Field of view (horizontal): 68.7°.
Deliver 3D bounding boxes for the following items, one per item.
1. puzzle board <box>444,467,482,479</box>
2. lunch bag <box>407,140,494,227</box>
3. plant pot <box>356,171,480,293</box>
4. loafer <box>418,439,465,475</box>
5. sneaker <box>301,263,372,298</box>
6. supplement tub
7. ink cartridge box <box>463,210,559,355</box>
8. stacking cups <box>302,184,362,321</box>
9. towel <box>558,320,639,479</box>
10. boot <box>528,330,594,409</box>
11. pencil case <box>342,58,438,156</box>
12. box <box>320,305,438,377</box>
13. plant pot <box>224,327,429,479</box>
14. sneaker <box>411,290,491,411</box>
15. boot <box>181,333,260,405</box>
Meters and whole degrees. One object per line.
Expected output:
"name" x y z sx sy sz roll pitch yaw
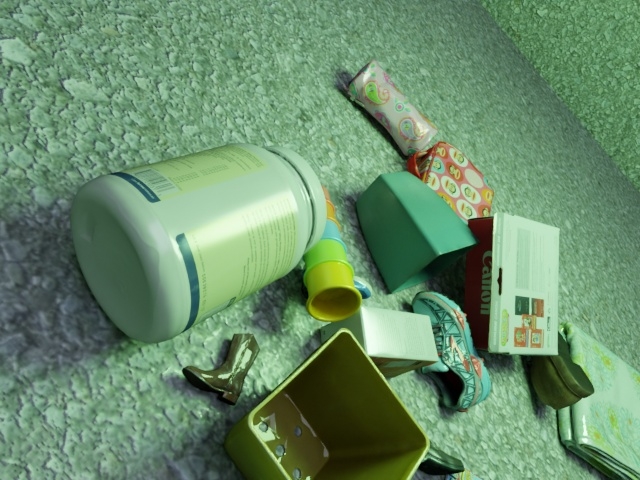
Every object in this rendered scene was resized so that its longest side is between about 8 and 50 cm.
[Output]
"puzzle board" 0.270 0.495 0.886 0.096 0.011 0.128 36 47 -14
"lunch bag" 0.330 -0.129 1.251 0.258 0.120 0.293 40 47 -10
"plant pot" 0.198 -0.033 1.069 0.166 0.165 0.234 -12 63 -42
"loafer" 0.198 0.390 0.864 0.170 0.062 0.061 27 45 -24
"sneaker" 0.031 0.104 0.914 0.152 0.058 0.084 25 45 -18
"supplement tub" -0.167 -0.017 0.714 0.325 0.235 0.235 -27 82 -44
"ink cartridge box" 0.427 0.104 1.092 0.272 0.130 0.309 11 80 -35
"stacking cups" 0.000 0.000 0.886 0.096 0.096 0.316 20 37 -27
"towel" 0.767 0.443 1.250 0.321 0.090 0.374 37 46 -14
"boot" 0.565 0.287 1.195 0.112 0.115 0.305 27 31 -15
"pencil case" 0.196 -0.363 1.303 0.284 0.124 0.124 45 45 -5
"box" 0.106 0.192 0.867 0.171 0.130 0.090 12 57 -31
"plant pot" -0.014 0.291 0.672 0.212 0.187 0.212 53 44 3
"sneaker" 0.259 0.229 0.982 0.125 0.104 0.261 -16 73 -40
"boot" -0.151 0.184 0.738 0.106 0.037 0.114 44 47 -25
